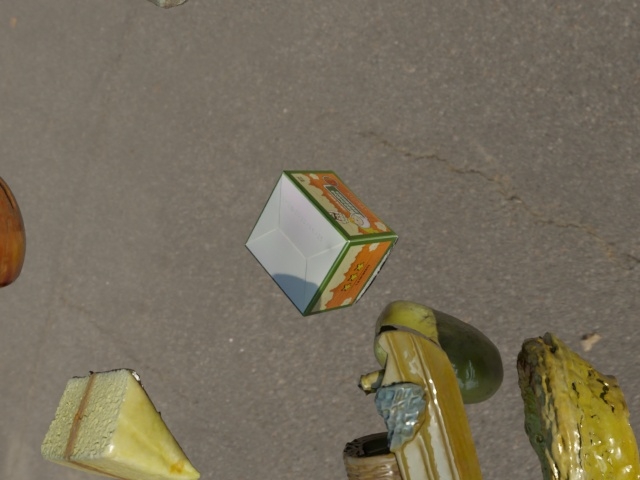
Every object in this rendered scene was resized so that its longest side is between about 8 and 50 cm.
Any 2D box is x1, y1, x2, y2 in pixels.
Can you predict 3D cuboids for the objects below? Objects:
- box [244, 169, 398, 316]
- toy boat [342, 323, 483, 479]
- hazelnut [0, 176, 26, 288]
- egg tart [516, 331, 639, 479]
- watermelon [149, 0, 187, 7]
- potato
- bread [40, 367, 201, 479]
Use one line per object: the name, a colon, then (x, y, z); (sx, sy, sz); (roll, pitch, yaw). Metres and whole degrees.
box: (0.000, 0.000, 1.212); (0.195, 0.148, 0.177); (47, 122, 29)
toy boat: (0.083, 0.226, 0.578); (0.115, 0.089, 0.310); (-14, 92, 3)
hazelnut: (-0.366, -0.015, 0.658); (0.150, 0.150, 0.150); (-5, 81, 39)
egg tart: (0.340, 0.260, 0.887); (0.123, 0.294, 0.294); (-12, 76, 10)
watermelon: (-0.226, -0.406, 0.786); (0.264, 0.151, 0.302); (33, 133, 27)
potato: (0.205, 0.203, 1.209); (0.228, 0.197, 0.148); (19, 91, 0)
bread: (-0.279, 0.285, 1.008); (0.240, 0.178, 0.135); (-20, 48, 47)
